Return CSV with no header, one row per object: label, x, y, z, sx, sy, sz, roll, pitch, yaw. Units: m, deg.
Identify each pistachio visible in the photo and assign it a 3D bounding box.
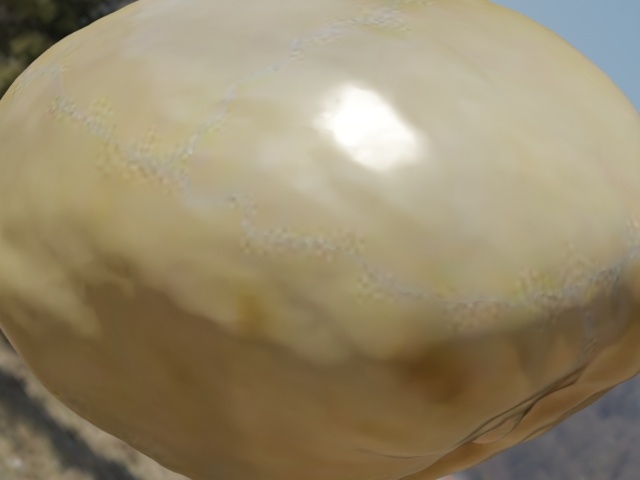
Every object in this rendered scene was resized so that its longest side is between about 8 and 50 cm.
pistachio,0.000,0.000,0.821,0.321,0.238,0.229,7,-13,20
